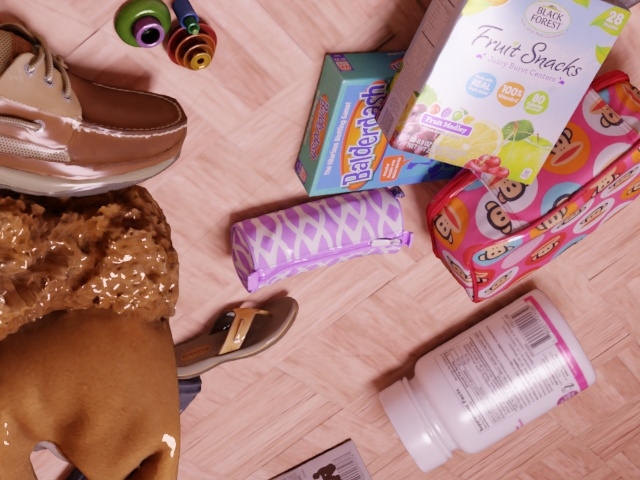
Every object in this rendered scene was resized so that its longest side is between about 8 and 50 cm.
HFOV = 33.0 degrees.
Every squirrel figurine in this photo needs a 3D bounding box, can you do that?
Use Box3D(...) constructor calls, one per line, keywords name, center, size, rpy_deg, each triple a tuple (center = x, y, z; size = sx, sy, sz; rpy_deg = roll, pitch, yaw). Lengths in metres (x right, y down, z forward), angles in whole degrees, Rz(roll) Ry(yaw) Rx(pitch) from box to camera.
Box3D(name="squirrel figurine", center=(-0.331, 0.098, 1.037), size=(0.371, 0.281, 0.397), rpy_deg=(0, 123, -19))

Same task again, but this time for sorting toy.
Box3D(name="sorting toy", center=(-0.131, -0.182, 0.972), size=(0.102, 0.042, 0.061), rpy_deg=(13, 126, -41))

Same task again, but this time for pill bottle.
Box3D(name="pill bottle", center=(0.237, 0.207, 1.564), size=(0.283, 0.160, 0.160), rpy_deg=(-31, 143, 4))

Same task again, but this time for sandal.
Box3D(name="sandal", center=(-0.111, 0.112, 1.317), size=(0.180, 0.072, 0.049), rpy_deg=(-22, 121, -2))

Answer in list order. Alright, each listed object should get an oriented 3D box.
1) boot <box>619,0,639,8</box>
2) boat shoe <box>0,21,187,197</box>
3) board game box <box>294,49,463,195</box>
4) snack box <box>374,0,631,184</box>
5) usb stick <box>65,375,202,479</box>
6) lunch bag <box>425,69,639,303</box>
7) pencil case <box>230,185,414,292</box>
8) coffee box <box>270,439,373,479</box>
Box3D(name="boot", center=(0.319, -0.333, 1.061), size=(0.263, 0.091, 0.229), rpy_deg=(-28, 145, 15))
Box3D(name="boat shoe", center=(-0.262, -0.115, 0.905), size=(0.324, 0.122, 0.119), rpy_deg=(-3, 126, -32))
Box3D(name="board game box", center=(0.089, -0.130, 1.171), size=(0.210, 0.047, 0.160), rpy_deg=(-8, 139, -24))
Box3D(name="snack box", center=(0.177, -0.172, 1.070), size=(0.175, 0.070, 0.207), rpy_deg=(11, 120, -25))
Box3D(name="usb stick", center=(-0.252, 0.264, 1.409), size=(0.077, 0.045, 0.278), rpy_deg=(16, 124, -42))
Box3D(name="lunch bag", center=(0.271, -0.049, 1.290), size=(0.293, 0.120, 0.258), rpy_deg=(-34, 158, -3))
Box3D(name="pencil case", center=(0.000, 0.000, 1.231), size=(0.206, 0.088, 0.086), rpy_deg=(-15, 139, -16))
Box3D(name="coffee box", center=(-0.044, 0.458, 1.707), size=(0.297, 0.119, 0.168), rpy_deg=(-27, 144, -3))
